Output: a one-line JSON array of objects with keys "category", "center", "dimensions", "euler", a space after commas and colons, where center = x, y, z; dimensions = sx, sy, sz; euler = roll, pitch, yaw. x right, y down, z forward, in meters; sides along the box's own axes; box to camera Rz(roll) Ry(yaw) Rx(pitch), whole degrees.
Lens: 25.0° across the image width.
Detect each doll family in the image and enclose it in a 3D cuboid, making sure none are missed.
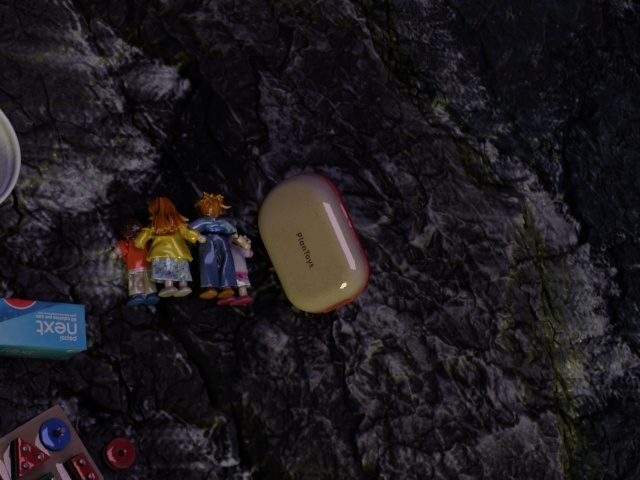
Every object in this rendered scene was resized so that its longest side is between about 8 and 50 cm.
[{"category": "doll family", "center": [-0.194, 0.008, 2.245], "dimensions": [0.263, 0.118, 0.163], "euler": [2, 70, -34]}]

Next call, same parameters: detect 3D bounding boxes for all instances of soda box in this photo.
[{"category": "soda box", "center": [-0.443, 0.124, 2.056], "dimensions": [0.210, 0.067, 0.071], "euler": [7, 68, -34]}]

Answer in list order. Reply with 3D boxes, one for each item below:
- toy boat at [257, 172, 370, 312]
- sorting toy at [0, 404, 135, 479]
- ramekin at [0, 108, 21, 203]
[{"category": "toy boat", "center": [0.000, 0.000, 2.394], "dimensions": [0.231, 0.151, 0.151], "euler": [67, 21, 5]}, {"category": "sorting toy", "center": [-0.389, 0.318, 2.030], "dimensions": [0.274, 0.046, 0.132], "euler": [-31, 91, -39]}, {"category": "ramekin", "center": [-0.543, -0.114, 2.056], "dimensions": [0.207, 0.109, 0.207], "euler": [14, 65, -31]}]
